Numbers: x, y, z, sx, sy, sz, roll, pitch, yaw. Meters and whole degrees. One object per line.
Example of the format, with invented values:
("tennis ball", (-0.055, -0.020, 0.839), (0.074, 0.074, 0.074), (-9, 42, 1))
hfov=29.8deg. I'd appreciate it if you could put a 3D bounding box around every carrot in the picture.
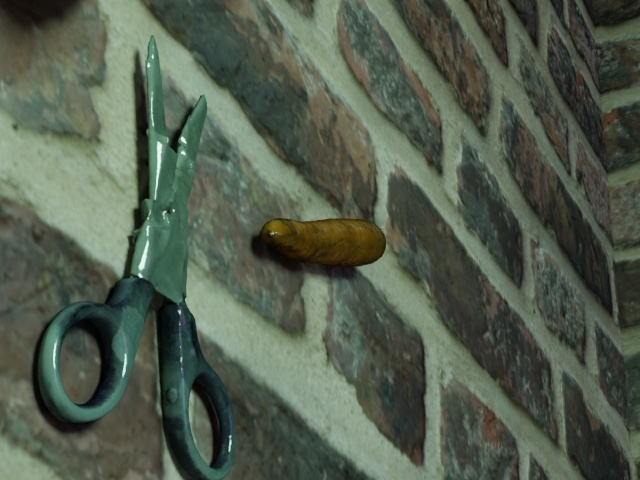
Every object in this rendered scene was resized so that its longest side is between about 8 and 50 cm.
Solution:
("carrot", (0.000, 0.000, 1.310), (0.248, 0.059, 0.059), (4, 74, -59))

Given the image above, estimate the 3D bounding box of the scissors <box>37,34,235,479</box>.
("scissors", (-0.140, 0.002, 1.046), (0.256, 0.029, 0.384), (37, 47, -52))
